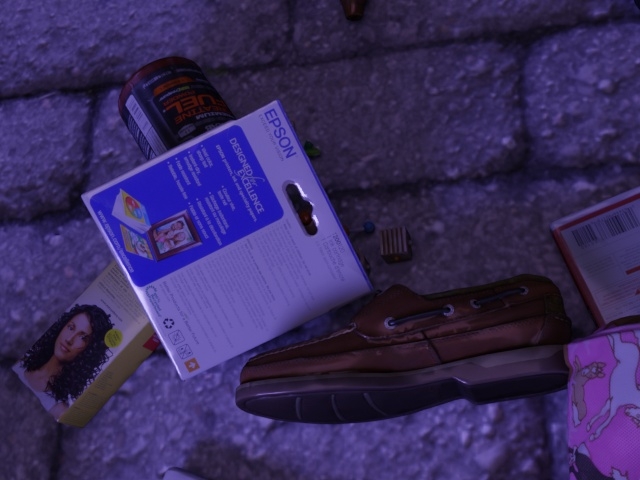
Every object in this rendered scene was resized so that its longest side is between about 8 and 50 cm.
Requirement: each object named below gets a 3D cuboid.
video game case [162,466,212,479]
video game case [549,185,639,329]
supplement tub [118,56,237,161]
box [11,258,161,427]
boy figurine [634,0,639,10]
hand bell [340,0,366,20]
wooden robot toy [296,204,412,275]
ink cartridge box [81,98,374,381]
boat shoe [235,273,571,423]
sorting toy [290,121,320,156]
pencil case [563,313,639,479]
[{"bbox_3d":[-0.064,0.404,0.772,0.300,0.036,0.329,15,75,20],"label":"video game case"},{"bbox_3d":[0.355,0.070,0.786,0.204,0.025,0.285,-23,66,6],"label":"video game case"},{"bbox_3d":[-0.127,-0.094,0.937,0.106,0.106,0.198,-36,65,0],"label":"supplement tub"},{"bbox_3d":[-0.202,0.078,0.919,0.087,0.058,0.232,39,83,23],"label":"box"},{"bbox_3d":[0.426,-0.314,0.851,0.285,0.092,0.177,-23,30,13],"label":"boy figurine"},{"bbox_3d":[0.032,-0.367,1.013,0.126,0.126,0.242,-4,82,14],"label":"hand bell"},{"bbox_3d":[0.000,0.000,0.881,0.173,0.079,0.076,8,72,19],"label":"wooden robot toy"},{"bbox_3d":[-0.085,0.001,0.846,0.208,0.045,0.206,-25,101,6],"label":"ink cartridge box"},{"bbox_3d":[0.073,0.099,0.817,0.307,0.111,0.104,-6,65,3],"label":"boat shoe"},{"bbox_3d":[-0.042,-0.101,0.966,0.083,0.012,0.062,-11,67,12],"label":"sorting toy"},{"bbox_3d":[0.281,0.245,0.651,0.167,0.160,0.386,-18,68,51],"label":"pencil case"}]
